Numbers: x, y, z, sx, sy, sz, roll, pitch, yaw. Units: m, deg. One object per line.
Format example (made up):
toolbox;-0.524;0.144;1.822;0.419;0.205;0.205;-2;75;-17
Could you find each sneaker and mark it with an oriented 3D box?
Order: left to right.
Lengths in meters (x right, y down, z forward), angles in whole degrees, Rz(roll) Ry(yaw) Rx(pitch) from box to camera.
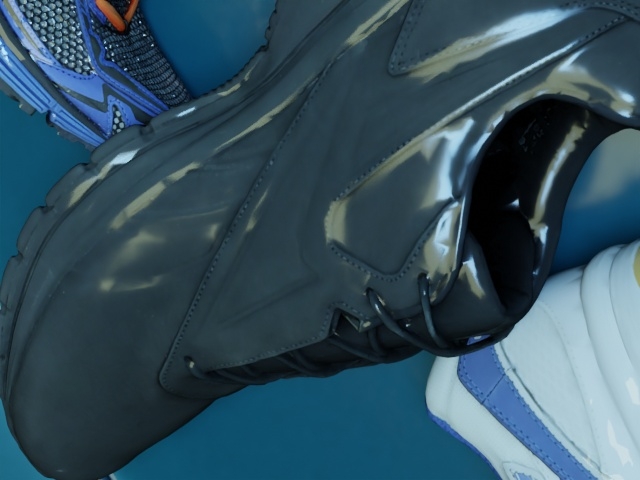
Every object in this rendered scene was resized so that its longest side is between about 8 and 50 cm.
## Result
sneaker;-0.097;-0.127;0.615;0.087;0.083;0.221;-25;102;13
sneaker;0.000;0.000;0.590;0.286;0.109;0.130;-46;65;24
sneaker;0.139;0.141;0.629;0.131;0.112;0.296;-18;97;35
